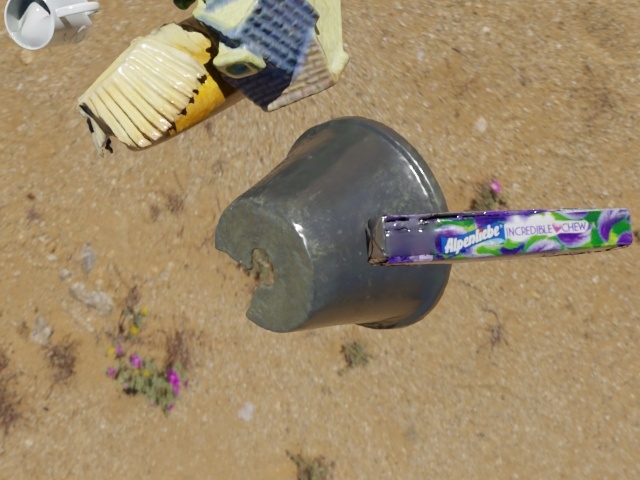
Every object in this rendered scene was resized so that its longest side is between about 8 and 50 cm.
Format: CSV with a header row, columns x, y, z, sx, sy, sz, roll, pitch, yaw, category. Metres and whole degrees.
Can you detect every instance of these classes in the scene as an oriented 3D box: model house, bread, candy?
x,y,z,sx,sy,sz,roll,pitch,yaw,category
-0.115,-0.358,1.325,0.261,0.321,0.266,-16,71,26,model house
-0.248,-0.275,1.450,0.236,0.389,0.183,-31,103,36,bread
0.211,-0.006,0.978,0.312,0.088,0.061,-2,88,-11,candy

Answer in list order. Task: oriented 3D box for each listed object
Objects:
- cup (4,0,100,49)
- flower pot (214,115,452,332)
x,y,z,sx,sy,sz,roll,pitch,yaw,category
-0.460,-0.386,1.445,0.136,0.133,0.099,19,111,11,cup
0.000,0.000,1.315,0.251,0.379,0.380,-20,116,-43,flower pot
